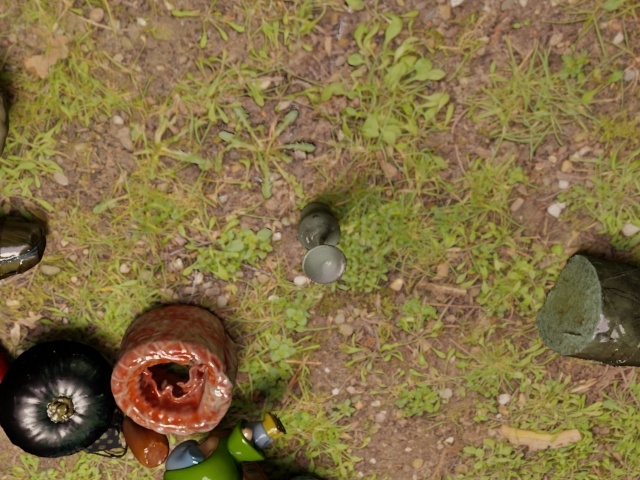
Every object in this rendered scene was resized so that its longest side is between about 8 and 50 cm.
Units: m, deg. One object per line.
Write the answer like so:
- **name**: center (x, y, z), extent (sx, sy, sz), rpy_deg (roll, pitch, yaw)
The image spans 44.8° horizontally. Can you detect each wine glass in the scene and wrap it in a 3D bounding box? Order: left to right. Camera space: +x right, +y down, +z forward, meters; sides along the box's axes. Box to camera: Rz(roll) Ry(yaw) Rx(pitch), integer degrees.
- **wine glass**: center (0.000, 0.000, 1.377), extent (0.079, 0.195, 0.079), rpy_deg (-2, 116, -4)

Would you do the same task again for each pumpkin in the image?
- **pumpkin**: center (-0.515, 0.308, 1.525), extent (0.233, 0.163, 0.232), rpy_deg (-2, 98, -16)

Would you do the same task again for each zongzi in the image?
- **zongzi**: center (-0.629, 0.062, 1.458), extent (0.221, 0.112, 0.242), rpy_deg (7, 124, -5)

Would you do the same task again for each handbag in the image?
- **handbag**: center (-0.463, 0.422, 1.661), extent (0.115, 0.072, 0.139), rpy_deg (-15, 129, 9)

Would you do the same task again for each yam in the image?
- **yam**: center (0.590, 0.154, 1.465), extent (0.272, 0.201, 0.202), rpy_deg (11, 117, -13)

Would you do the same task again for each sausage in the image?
- **sausage**: center (-0.358, 0.397, 1.578), extent (0.076, 0.197, 0.076), rpy_deg (-4, 99, -23)

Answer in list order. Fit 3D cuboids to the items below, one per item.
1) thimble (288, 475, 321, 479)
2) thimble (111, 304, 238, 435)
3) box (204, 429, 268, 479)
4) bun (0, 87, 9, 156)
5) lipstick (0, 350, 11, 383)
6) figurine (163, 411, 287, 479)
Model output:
- **thimble**: center (-0.030, 0.621, 1.686), extent (0.143, 0.235, 0.198), rpy_deg (-51, 62, 19)
- **thimble**: center (-0.280, 0.256, 1.519), extent (0.239, 0.162, 0.239), rpy_deg (0, 116, 1)
- **box**: center (-0.180, 0.555, 1.611), extent (0.076, 0.274, 0.174), rpy_deg (11, 120, -52)
- **bun**: center (-0.624, -0.205, 1.308), extent (0.231, 0.133, 0.230), rpy_deg (0, 91, -1)
- **lipstick**: center (-0.651, 0.284, 1.584), extent (0.073, 0.073, 0.279), rpy_deg (-22, 115, 10)
- **figurine**: center (-0.190, 0.428, 1.511), extent (0.263, 0.162, 0.143), rpy_deg (-33, 72, -4)
